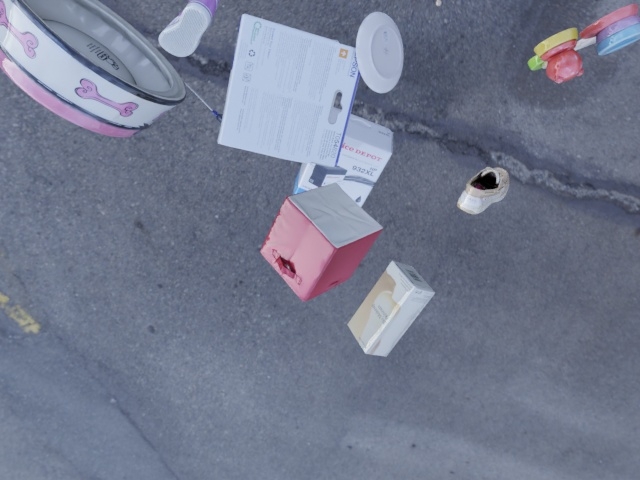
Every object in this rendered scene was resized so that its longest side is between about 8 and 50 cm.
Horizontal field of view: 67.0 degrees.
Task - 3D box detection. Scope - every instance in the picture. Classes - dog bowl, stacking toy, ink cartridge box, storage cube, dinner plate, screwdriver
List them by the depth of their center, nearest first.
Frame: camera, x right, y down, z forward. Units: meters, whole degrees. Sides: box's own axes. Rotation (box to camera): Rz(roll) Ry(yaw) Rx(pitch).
[{"bbox_3d":[-0.053,-0.258,0.867,0.224,0.045,0.223,10,106,-18],"label":"ink cartridge box"},{"bbox_3d":[0.116,-0.344,0.886,0.017,0.141,0.141,9,133,44],"label":"dinner plate"},{"bbox_3d":[-0.509,-0.395,1.060,0.408,0.408,0.150,40,109,-16],"label":"dog bowl"},{"bbox_3d":[0.000,0.000,1.192,0.183,0.215,0.193,47,131,20],"label":"storage cube"},{"bbox_3d":[-0.278,-0.328,1.193,0.170,0.024,0.025,41,87,0],"label":"screwdriver"},{"bbox_3d":[0.808,-0.570,1.488,0.309,0.279,0.130,-21,89,7],"label":"stacking toy"},{"bbox_3d":[0.064,-0.233,1.532,0.223,0.128,0.307,19,134,-10],"label":"ink cartridge box"}]

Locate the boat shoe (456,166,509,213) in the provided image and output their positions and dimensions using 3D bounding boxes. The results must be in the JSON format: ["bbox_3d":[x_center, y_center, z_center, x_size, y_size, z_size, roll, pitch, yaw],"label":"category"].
[{"bbox_3d":[0.320,-0.107,0.916,0.063,0.170,0.059,31,134,23],"label":"boat shoe"}]

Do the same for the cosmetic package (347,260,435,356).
[{"bbox_3d":[0.090,0.090,0.634,0.041,0.060,0.115,17,114,-36],"label":"cosmetic package"}]

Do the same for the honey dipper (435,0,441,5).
[{"bbox_3d":[0.353,-0.805,1.494,0.031,0.030,0.160,-10,132,19],"label":"honey dipper"}]

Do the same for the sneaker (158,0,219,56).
[{"bbox_3d":[-0.383,-0.672,1.467,0.102,0.160,0.282,33,153,-33],"label":"sneaker"}]
